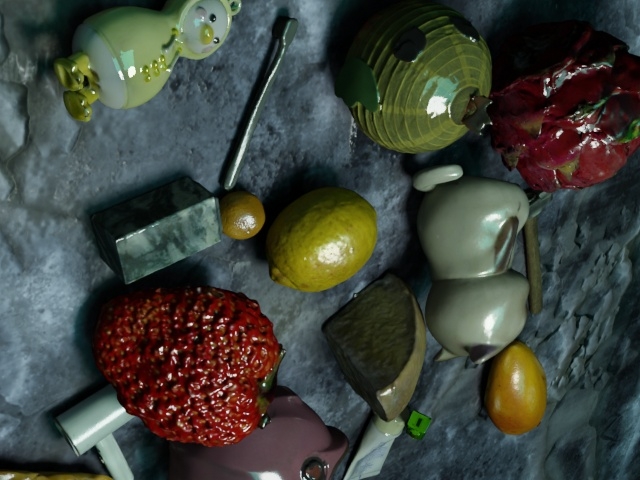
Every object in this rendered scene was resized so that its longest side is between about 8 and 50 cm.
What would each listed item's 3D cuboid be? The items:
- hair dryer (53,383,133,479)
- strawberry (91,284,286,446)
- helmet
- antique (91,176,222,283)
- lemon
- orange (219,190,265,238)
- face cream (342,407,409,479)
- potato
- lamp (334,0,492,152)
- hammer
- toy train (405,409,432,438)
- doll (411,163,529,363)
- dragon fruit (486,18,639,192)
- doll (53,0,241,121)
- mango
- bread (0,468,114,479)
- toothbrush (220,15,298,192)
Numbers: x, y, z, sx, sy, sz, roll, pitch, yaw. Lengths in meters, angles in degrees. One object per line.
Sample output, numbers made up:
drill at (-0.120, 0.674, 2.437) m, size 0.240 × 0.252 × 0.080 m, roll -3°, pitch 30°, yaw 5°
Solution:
hair dryer at (-0.349, 0.347, 1.602) m, size 0.131 × 0.073 × 0.236 m, roll -32°, pitch 135°, yaw -23°
strawberry at (-0.208, 0.196, 1.498) m, size 0.258 × 0.261 × 0.261 m, roll 13°, pitch 107°, yaw -54°
helmet at (-0.127, 0.362, 1.680) m, size 0.338 × 0.271 × 0.197 m, roll -33°, pitch 112°, yaw -25°
antique at (-0.243, -0.020, 1.444) m, size 0.183 × 0.088 × 0.086 m, roll -26°, pitch 131°, yaw -26°
lemon at (0.000, 0.000, 1.610) m, size 0.207 × 0.170 × 0.170 m, roll -34°, pitch 133°, yaw -12°
orange at (-0.131, -0.041, 1.535) m, size 0.085 × 0.085 × 0.085 m, roll -21°, pitch 128°, yaw -30°
face cream at (0.121, 0.451, 2.083) m, size 0.114 × 0.070 × 0.224 m, roll -6°, pitch 132°, yaw -38°
potato at (0.151, 0.229, 1.821) m, size 0.190 × 0.264 × 0.211 m, roll -31°, pitch 127°, yaw -10°
lamp at (0.168, -0.248, 1.511) m, size 0.250 × 0.284 × 0.250 m, roll -23°, pitch 134°, yaw -26°
hammer at (0.478, 0.039, 2.131) m, size 0.111 × 0.043 × 0.365 m, roll -35°, pitch 135°, yaw -19°
toy train at (0.211, 0.410, 2.067) m, size 0.042 × 0.044 × 0.209 m, roll -62°, pitch 168°, yaw -14°
doll at (0.292, 0.037, 1.788) m, size 0.226 × 0.215 × 0.370 m, roll -10°, pitch 91°, yaw -27°
dragon fruit at (0.454, -0.248, 1.741) m, size 0.329 × 0.329 × 0.329 m, roll -21°, pitch 128°, yaw -30°
doll at (-0.223, -0.268, 1.282) m, size 0.296 × 0.117 × 0.141 m, roll -31°, pitch 135°, yaw -22°
mango at (0.463, 0.344, 2.241) m, size 0.187 × 0.138 × 0.257 m, roll -52°, pitch 144°, yaw -19°
bread at (-0.473, 0.456, 1.504) m, size 0.344 × 0.149 × 0.195 m, roll 18°, pitch 103°, yaw -44°
toothbrush at (-0.100, -0.212, 1.489) m, size 0.030 × 0.031 × 0.297 m, roll 1°, pitch 116°, yaw -51°
